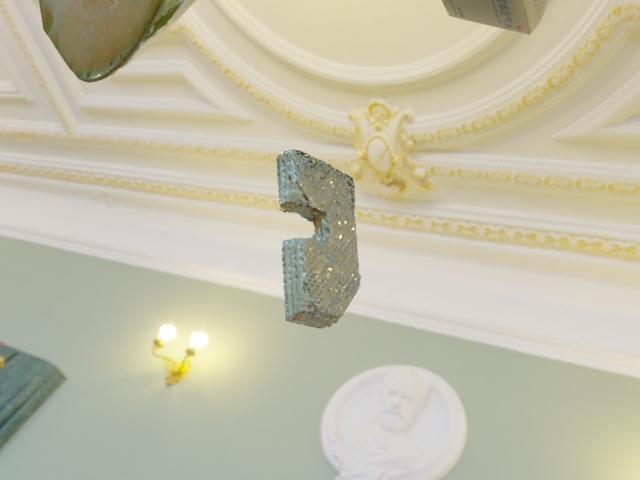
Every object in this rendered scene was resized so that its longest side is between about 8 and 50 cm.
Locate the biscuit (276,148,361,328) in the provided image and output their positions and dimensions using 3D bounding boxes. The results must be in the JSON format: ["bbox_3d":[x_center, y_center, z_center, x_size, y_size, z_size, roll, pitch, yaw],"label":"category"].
[{"bbox_3d":[0.000,0.000,0.886,0.046,0.250,0.147,-18,-26,35],"label":"biscuit"}]

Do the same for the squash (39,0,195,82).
[{"bbox_3d":[-0.123,-0.240,0.393,0.260,0.189,0.189,-40,-76,6],"label":"squash"}]

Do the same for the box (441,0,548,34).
[{"bbox_3d":[0.282,-0.451,1.053,0.168,0.095,0.212,24,-3,28],"label":"box"}]
